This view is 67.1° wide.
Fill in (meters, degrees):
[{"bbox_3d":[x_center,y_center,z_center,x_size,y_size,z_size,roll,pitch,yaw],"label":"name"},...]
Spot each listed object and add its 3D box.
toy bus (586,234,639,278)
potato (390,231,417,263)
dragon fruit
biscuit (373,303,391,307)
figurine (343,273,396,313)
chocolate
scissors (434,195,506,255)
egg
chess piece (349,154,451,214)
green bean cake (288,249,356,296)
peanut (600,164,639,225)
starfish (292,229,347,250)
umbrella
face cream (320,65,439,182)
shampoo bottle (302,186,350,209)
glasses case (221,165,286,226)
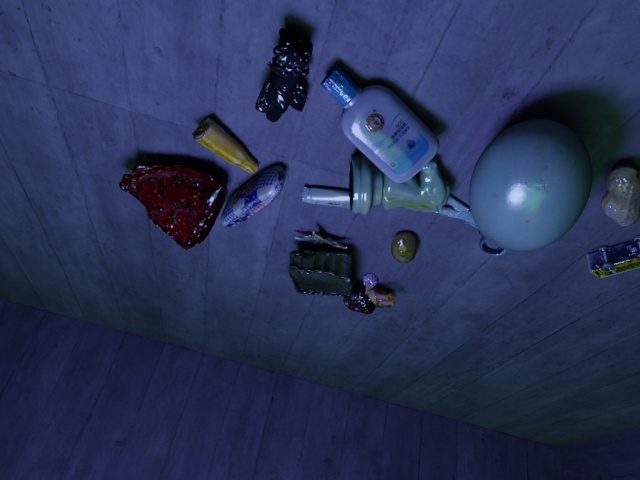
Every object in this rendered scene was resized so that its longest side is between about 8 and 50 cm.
[{"bbox_3d":[0.952,0.044,1.491,0.074,0.081,0.226,30,140,-31],"label":"toy bus"},{"bbox_3d":[0.292,0.028,1.693,0.091,0.070,0.138,5,145,10],"label":"potato"},{"bbox_3d":[-0.473,-0.179,1.646,0.329,0.228,0.286,35,112,2],"label":"dragon fruit"},{"bbox_3d":[0.243,0.261,2.090,0.130,0.019,0.119,-21,131,38],"label":"biscuit"},{"bbox_3d":[0.201,0.232,1.963,0.240,0.116,0.175,-15,127,39],"label":"figurine"},{"bbox_3d":[-0.275,-0.270,1.448,0.085,0.086,0.219,-16,141,36],"label":"chocolate"},{"bbox_3d":[0.485,-0.075,1.518,0.383,0.029,0.256,23,144,-13],"label":"scissors"},{"bbox_3d":[0.516,-0.127,1.209,0.276,0.276,0.389,6,144,11],"label":"egg"},{"bbox_3d":[0.232,-0.159,1.394,0.298,0.176,0.176,1,146,-2],"label":"chess piece"},{"bbox_3d":[0.010,0.121,1.833,0.241,0.132,0.255,5,158,12],"label":"green bean cake"},{"bbox_3d":[0.809,-0.122,1.288,0.098,0.090,0.214,25,157,40],"label":"peanut"},{"bbox_3d":[0.000,0.000,1.756,0.208,0.053,0.176,4,163,13],"label":"starfish"},{"bbox_3d":[-0.087,-0.390,1.194,0.110,0.122,0.272,56,152,14],"label":"umbrella"},{"bbox_3d":[0.142,-0.302,1.225,0.336,0.080,0.163,40,110,-18],"label":"face cream"},{"bbox_3d":[0.046,-0.134,1.561,0.212,0.049,0.072,7,150,9],"label":"shampoo bottle"},{"bbox_3d":[-0.224,-0.139,1.577,0.076,0.125,0.327,33,142,-28],"label":"glasses case"}]
